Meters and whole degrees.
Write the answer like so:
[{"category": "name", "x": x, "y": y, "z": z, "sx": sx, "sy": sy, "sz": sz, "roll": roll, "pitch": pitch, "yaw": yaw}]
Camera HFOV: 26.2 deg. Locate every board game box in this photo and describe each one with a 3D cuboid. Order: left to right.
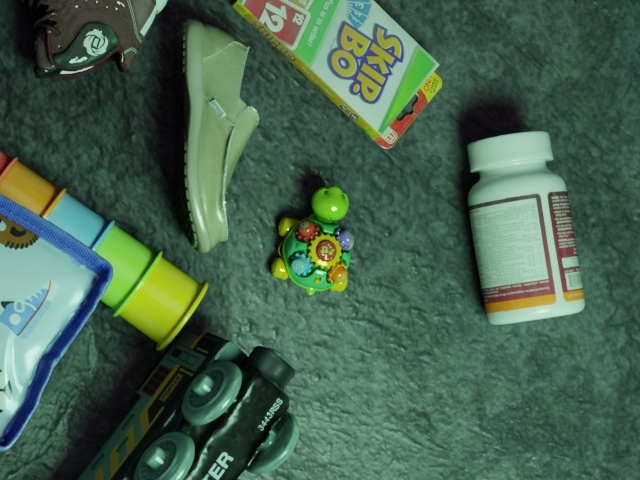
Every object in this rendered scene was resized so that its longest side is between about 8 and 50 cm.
[{"category": "board game box", "x": 0.028, "y": -0.239, "z": 1.656, "sx": 0.259, "sy": 0.039, "sz": 0.124, "roll": 43, "pitch": 73, "yaw": -13}]

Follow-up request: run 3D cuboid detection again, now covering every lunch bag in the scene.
[{"category": "lunch bag", "x": -0.421, "y": 0.015, "z": 1.316, "sx": 0.385, "sy": 0.328, "sz": 0.239, "roll": 31, "pitch": 74, "yaw": -10}]

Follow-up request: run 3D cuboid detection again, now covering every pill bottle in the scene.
[{"category": "pill bottle", "x": 0.243, "y": -0.015, "z": 1.657, "sx": 0.121, "sy": 0.121, "sz": 0.221, "roll": -7, "pitch": 86, "yaw": -20}]

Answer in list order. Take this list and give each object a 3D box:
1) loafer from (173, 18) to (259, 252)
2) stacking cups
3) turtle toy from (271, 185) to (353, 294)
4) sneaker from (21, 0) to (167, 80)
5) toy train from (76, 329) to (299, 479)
[{"category": "loafer", "x": -0.116, "y": -0.120, "z": 1.556, "sx": 0.092, "sy": 0.102, "sz": 0.269, "roll": 0, "pitch": 83, "yaw": -13}, {"category": "stacking cups", "x": -0.278, "y": -0.004, "z": 1.504, "sx": 0.316, "sy": 0.096, "sz": 0.096, "roll": 35, "pitch": 74, "yaw": -7}, {"category": "turtle toy", "x": 0.000, "y": 0.000, "z": 1.600, "sx": 0.095, "sy": 0.066, "sz": 0.130, "roll": 13, "pitch": 80, "yaw": -17}, {"category": "sneaker", "x": -0.315, "y": -0.269, "z": 1.504, "sx": 0.281, "sy": 0.106, "sz": 0.163, "roll": 22, "pitch": 81, "yaw": -16}, {"category": "toy train", "x": -0.160, "y": 0.245, "z": 1.455, "sx": 0.142, "sy": 0.190, "sz": 0.334, "roll": 44, "pitch": 75, "yaw": -31}]
